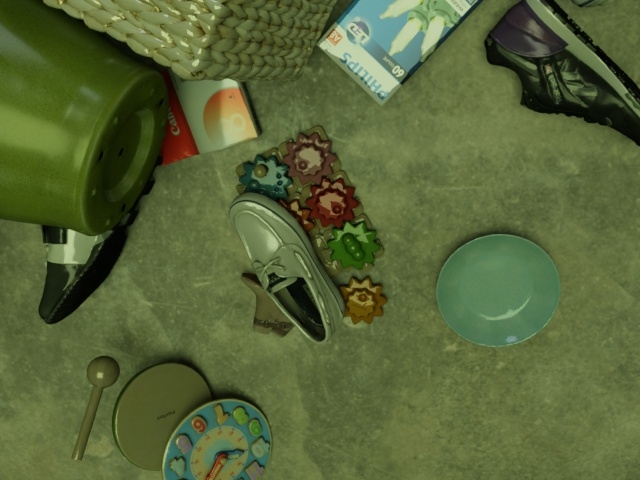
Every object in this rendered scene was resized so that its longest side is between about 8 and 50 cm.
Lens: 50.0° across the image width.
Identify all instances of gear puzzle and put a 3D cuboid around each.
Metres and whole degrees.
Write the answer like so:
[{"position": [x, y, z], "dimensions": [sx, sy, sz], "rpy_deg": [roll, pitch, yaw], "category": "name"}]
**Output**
[{"position": [0.000, 0.000, 1.108], "dimensions": [0.176, 0.044, 0.338], "rpy_deg": [-25, 104, 13], "category": "gear puzzle"}]

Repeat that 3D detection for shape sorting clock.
[{"position": [-0.176, 0.377, 1.199], "dimensions": [0.206, 0.040, 0.206], "rpy_deg": [-8, 105, -33], "category": "shape sorting clock"}]

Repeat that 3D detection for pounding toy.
[{"position": [-0.316, 0.294, 1.195], "dimensions": [0.237, 0.110, 0.182], "rpy_deg": [19, 78, -37], "category": "pounding toy"}]

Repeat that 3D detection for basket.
[{"position": [-0.153, -0.371, 0.826], "dimensions": [0.328, 0.331, 0.266], "rpy_deg": [30, 111, 12], "category": "basket"}]

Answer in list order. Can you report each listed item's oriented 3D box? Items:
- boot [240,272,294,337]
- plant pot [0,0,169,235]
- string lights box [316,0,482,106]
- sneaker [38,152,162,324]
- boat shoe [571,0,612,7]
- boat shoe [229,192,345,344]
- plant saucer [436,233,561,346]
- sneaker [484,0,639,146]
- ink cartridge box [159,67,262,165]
[{"position": [-0.093, 0.114, 1.156], "dimensions": [0.119, 0.042, 0.086], "rpy_deg": [25, 109, -4], "category": "boot"}, {"position": [-0.408, -0.178, 0.908], "dimensions": [0.353, 0.366, 0.366], "rpy_deg": [22, 109, 3], "category": "plant pot"}, {"position": [0.131, -0.333, 0.970], "dimensions": [0.133, 0.076, 0.259], "rpy_deg": [41, 108, -9], "category": "string lights box"}, {"position": [-0.392, -0.027, 1.105], "dimensions": [0.146, 0.122, 0.330], "rpy_deg": [29, 96, 3], "category": "sneaker"}, {"position": [0.515, -0.376, 0.900], "dimensions": [0.367, 0.136, 0.156], "rpy_deg": [-31, 106, 4], "category": "boat shoe"}, {"position": [-0.059, 0.048, 1.073], "dimensions": [0.096, 0.088, 0.267], "rpy_deg": [-23, 109, 26], "category": "boat shoe"}, {"position": [0.284, 0.077, 1.108], "dimensions": [0.195, 0.037, 0.194], "rpy_deg": [2, 109, 5], "category": "plant saucer"}, {"position": [0.359, -0.221, 0.987], "dimensions": [0.283, 0.107, 0.124], "rpy_deg": [43, 121, -5], "category": "sneaker"}, {"position": [-0.198, -0.205, 1.064], "dimensions": [0.180, 0.045, 0.145], "rpy_deg": [-17, 105, 8], "category": "ink cartridge box"}]
